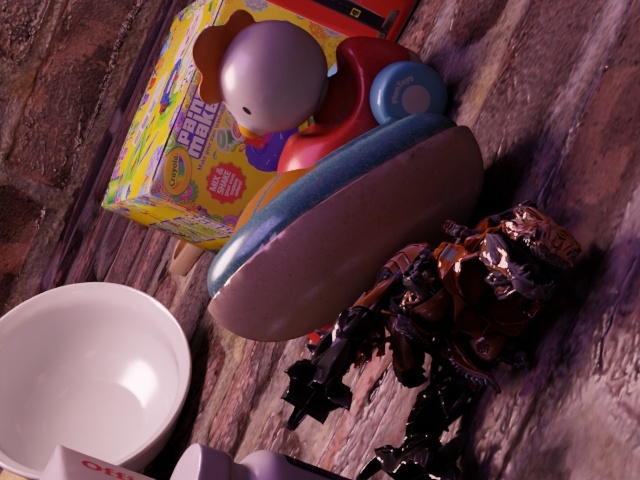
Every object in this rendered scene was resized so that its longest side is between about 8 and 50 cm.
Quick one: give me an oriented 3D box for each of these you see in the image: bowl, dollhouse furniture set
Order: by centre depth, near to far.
[{"bbox_3d":[-0.300,0.209,2.062,0.134,0.298,0.297,81,-165,-51],"label":"bowl"},{"bbox_3d":[-0.223,-0.049,2.319,0.144,0.123,0.151,-50,24,46],"label":"dollhouse furniture set"}]

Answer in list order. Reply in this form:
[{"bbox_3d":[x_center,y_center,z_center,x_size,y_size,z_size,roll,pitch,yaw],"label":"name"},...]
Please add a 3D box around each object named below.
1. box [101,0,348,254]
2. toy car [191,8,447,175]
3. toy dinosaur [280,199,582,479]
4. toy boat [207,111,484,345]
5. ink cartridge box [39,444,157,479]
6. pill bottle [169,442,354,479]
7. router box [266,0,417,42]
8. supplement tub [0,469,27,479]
[{"bbox_3d":[-0.125,-0.151,2.051,0.290,0.177,0.279,-69,16,-9],"label":"box"},{"bbox_3d":[-0.031,-0.133,1.626,0.210,0.238,0.219,-67,16,3],"label":"toy car"},{"bbox_3d":[0.087,0.075,1.239,0.218,0.164,0.322,-59,-7,-25],"label":"toy dinosaur"},{"bbox_3d":[0.000,0.000,1.413,0.267,0.148,0.318,-32,-13,-19],"label":"toy boat"},{"bbox_3d":[-0.156,0.328,1.445,0.129,0.223,0.307,-64,17,9],"label":"ink cartridge box"},{"bbox_3d":[-0.019,0.221,1.209,0.108,0.194,0.108,-57,19,32],"label":"pill bottle"},{"bbox_3d":[-0.052,-0.371,1.890,0.082,0.301,0.335,-61,18,24],"label":"router box"},{"bbox_3d":[-0.354,0.315,2.221,0.199,0.144,0.144,-54,21,37],"label":"supplement tub"}]
